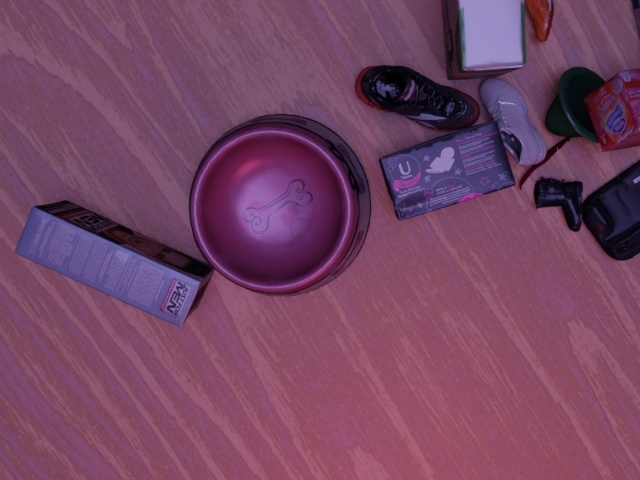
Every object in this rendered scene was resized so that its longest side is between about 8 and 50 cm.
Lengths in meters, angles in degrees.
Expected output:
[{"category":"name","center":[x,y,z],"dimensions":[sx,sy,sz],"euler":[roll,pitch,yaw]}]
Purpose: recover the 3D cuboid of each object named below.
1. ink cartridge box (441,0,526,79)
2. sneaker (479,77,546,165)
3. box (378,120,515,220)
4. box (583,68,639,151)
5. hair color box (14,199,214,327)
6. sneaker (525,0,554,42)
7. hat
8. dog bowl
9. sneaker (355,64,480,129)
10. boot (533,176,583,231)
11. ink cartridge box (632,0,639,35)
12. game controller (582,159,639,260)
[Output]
[{"category":"ink cartridge box","center":[0.314,-0.430,1.407],"dimensions":[0.121,0.289,0.211],"euler":[-4,98,5]},{"category":"sneaker","center":[0.390,-0.250,1.501],"dimensions":[0.212,0.094,0.080],"euler":[61,140,14]},{"category":"box","center":[0.259,-0.149,1.511],"dimensions":[0.247,0.163,0.142],"euler":[-17,95,4]},{"category":"box","center":[0.688,-0.273,1.450],"dimensions":[0.256,0.122,0.128],"euler":[-11,78,-18]},{"category":"hair color box","center":[-0.432,0.044,1.543],"dimensions":[0.374,0.185,0.114],"euler":[25,97,-2]},{"category":"sneaker","center":[0.459,-0.507,1.514],"dimensions":[0.067,0.064,0.175],"euler":[-3,93,22]},{"category":"hat","center":[0.515,-0.254,1.561],"dimensions":[0.208,0.183,0.173],"euler":[-30,89,-34]},{"category":"dog bowl","center":[-0.096,-0.068,1.527],"dimensions":[0.407,0.150,0.408],"euler":[0,96,4]},{"category":"sneaker","center":[0.209,-0.299,1.505],"dimensions":[0.276,0.135,0.098],"euler":[17,96,-2]},{"category":"boot","center":[0.522,-0.080,1.574],"dimensions":[0.099,0.045,0.121],"euler":[1,91,-1]},{"category":"ink cartridge box","center":[0.778,-0.501,1.506],"dimensions":[0.224,0.045,0.223],"euler":[-15,98,3]},{"category":"game controller","center":[0.736,-0.099,1.567],"dimensions":[0.319,0.067,0.166],"euler":[-36,82,5]}]
